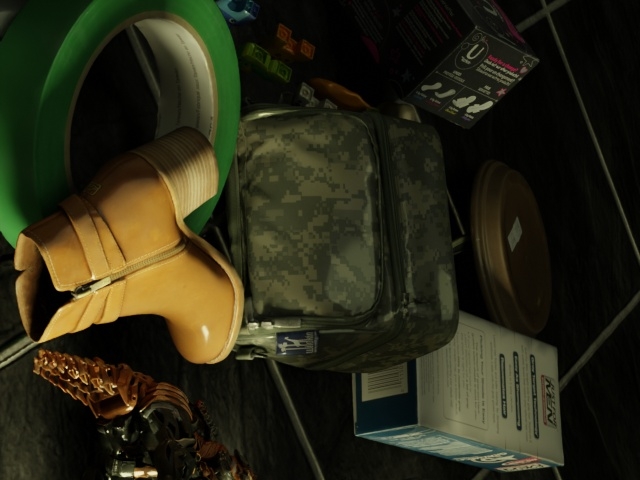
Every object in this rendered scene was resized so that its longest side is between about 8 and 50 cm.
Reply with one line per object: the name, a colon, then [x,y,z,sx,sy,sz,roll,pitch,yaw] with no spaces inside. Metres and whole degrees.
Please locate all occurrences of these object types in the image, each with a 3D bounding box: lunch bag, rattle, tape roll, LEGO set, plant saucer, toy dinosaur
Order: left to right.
tape roll: [-0.204,-0.117,1.607,0.321,0.077,0.321,-29,126,-51]
toy dinosaur: [-0.179,0.219,1.607,0.322,0.164,0.218,28,40,-24]
LEGO set: [-0.088,-0.219,1.892,0.227,0.093,0.087,33,55,-29]
lunch bag: [0.000,0.000,1.844,0.256,0.212,0.305,8,70,-34]
rattle: [0.039,-0.090,2.034,0.143,0.130,0.199,16,92,-38]
plant saucer: [0.277,0.018,2.281,0.278,0.041,0.277,-9,90,-66]

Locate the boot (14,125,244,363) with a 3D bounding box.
boot: [-0.183,0.049,1.539,0.220,0.109,0.283,-37,143,-36]

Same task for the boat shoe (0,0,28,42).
boat shoe: [-0.325,-0.178,1.553,0.301,0.108,0.102,-24,124,-62]

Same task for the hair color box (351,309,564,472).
hair color box: [0.184,0.194,2.091,0.347,0.105,0.174,22,62,-47]

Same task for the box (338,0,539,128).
box: [0.146,-0.295,2.100,0.163,0.142,0.247,16,38,-50]

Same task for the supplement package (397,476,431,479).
supplement package: [0.050,0.365,1.671,0.262,0.199,0.198,133,-54,-81]

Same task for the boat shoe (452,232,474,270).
boat shoe: [0.201,0.017,2.218,0.152,0.056,0.049,-17,86,-54]
